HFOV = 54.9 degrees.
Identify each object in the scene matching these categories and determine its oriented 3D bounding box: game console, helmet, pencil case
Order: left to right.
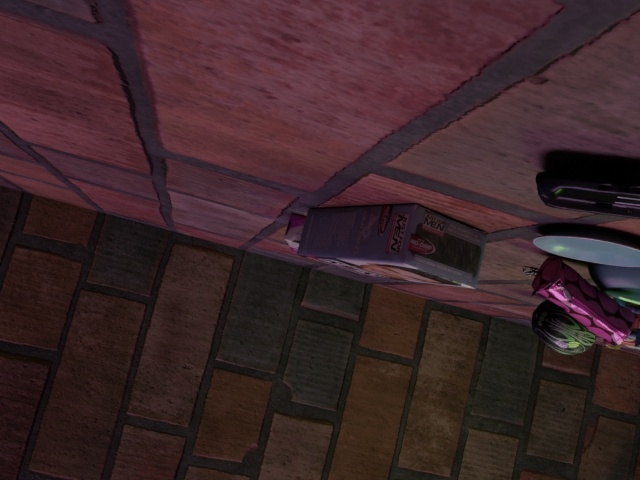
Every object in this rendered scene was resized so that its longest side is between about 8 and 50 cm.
[{"bbox_3d":[0.732,0.261,1.836,0.169,0.169,0.161,19,-172,-35],"label":"helmet"},{"bbox_3d":[0.516,0.122,1.203,0.209,0.095,0.098,33,-178,-7],"label":"pencil case"},{"bbox_3d":[0.403,-0.040,0.614,0.361,0.044,0.213,9,171,23],"label":"game console"}]

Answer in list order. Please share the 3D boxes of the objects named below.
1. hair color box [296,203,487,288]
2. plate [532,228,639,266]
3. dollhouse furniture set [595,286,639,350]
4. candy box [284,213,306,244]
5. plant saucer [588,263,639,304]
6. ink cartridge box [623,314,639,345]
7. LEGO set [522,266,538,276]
[{"bbox_3d":[0.130,0.010,1.253,0.185,0.113,0.374,18,171,-30],"label":"hair color box"},{"bbox_3d":[0.442,0.009,0.993,0.188,0.024,0.188,13,174,2],"label":"plate"},{"bbox_3d":[0.726,0.197,1.469,0.184,0.129,0.129,19,171,-32],"label":"dollhouse furniture set"},{"bbox_3d":[0.000,0.000,1.594,0.159,0.071,0.233,14,174,4],"label":"candy box"},{"bbox_3d":[0.679,0.101,1.178,0.317,0.043,0.317,13,174,2],"label":"plant saucer"},{"bbox_3d":[0.985,0.277,1.751,0.218,0.092,0.158,6,170,37],"label":"ink cartridge box"},{"bbox_3d":[0.499,0.077,1.409,0.054,0.023,0.083,17,172,-24],"label":"LEGO set"}]
